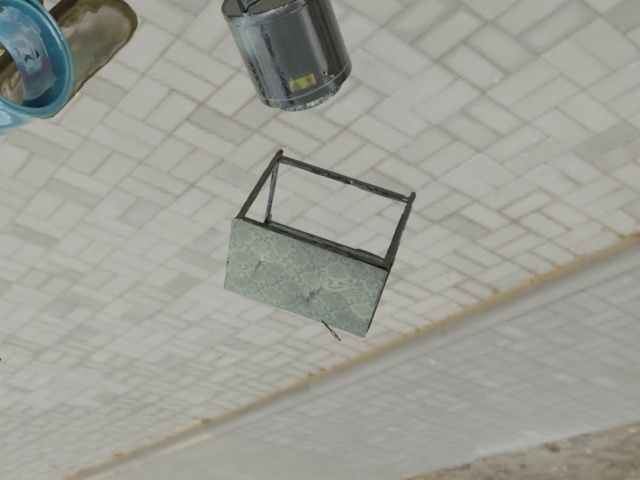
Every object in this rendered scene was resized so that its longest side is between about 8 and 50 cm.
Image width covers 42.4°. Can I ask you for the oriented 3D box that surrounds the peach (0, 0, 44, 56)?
[{"bbox_3d":[-0.624,-0.451,1.352,0.242,0.306,0.380,-7,110,22],"label":"peach"}]

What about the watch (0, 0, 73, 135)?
[{"bbox_3d":[-0.395,-0.234,0.999,0.211,0.211,0.193,-15,130,30],"label":"watch"}]

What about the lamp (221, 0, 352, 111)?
[{"bbox_3d":[-0.055,-0.386,1.602,0.205,0.374,0.272,-28,108,-6],"label":"lamp"}]

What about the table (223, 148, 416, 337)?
[{"bbox_3d":[0.000,0.000,1.829,0.335,0.272,0.222,19,132,7],"label":"table"}]

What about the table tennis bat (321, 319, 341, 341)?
[{"bbox_3d":[0.022,0.171,1.542,0.007,0.050,0.083,-43,162,-4],"label":"table tennis bat"}]

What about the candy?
[{"bbox_3d":[-0.385,-0.285,1.239,0.102,0.234,0.104,47,171,-37],"label":"candy"}]
